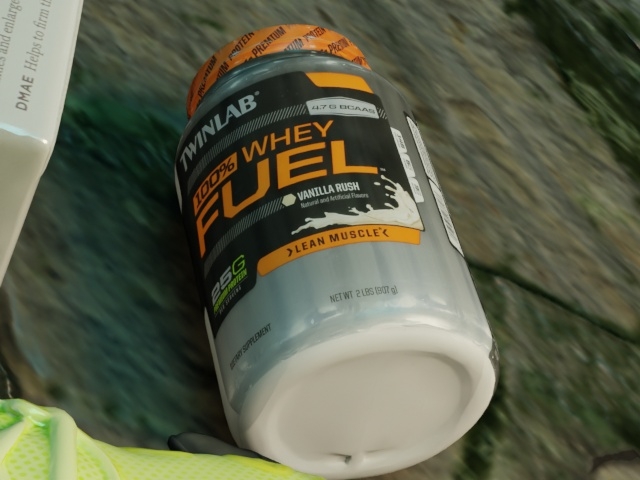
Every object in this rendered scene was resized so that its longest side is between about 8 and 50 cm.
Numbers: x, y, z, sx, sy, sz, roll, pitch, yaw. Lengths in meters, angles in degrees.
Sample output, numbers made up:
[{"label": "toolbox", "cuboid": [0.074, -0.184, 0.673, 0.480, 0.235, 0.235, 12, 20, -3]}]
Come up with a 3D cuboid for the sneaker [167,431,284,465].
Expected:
[{"label": "sneaker", "cuboid": [-0.076, 0.163, 0.517, 0.130, 0.109, 0.286, 30, 33, 17]}]

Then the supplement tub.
[{"label": "supplement tub", "cuboid": [0.000, 0.000, 0.695, 0.117, 0.117, 0.190, 5, 46, -25]}]

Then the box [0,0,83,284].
[{"label": "box", "cuboid": [-0.169, -0.049, 0.601, 0.119, 0.181, 0.182, 15, 43, -14]}]

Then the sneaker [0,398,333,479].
[{"label": "sneaker", "cuboid": [-0.152, 0.082, 0.404, 0.385, 0.147, 0.145, 2, 28, -12]}]
